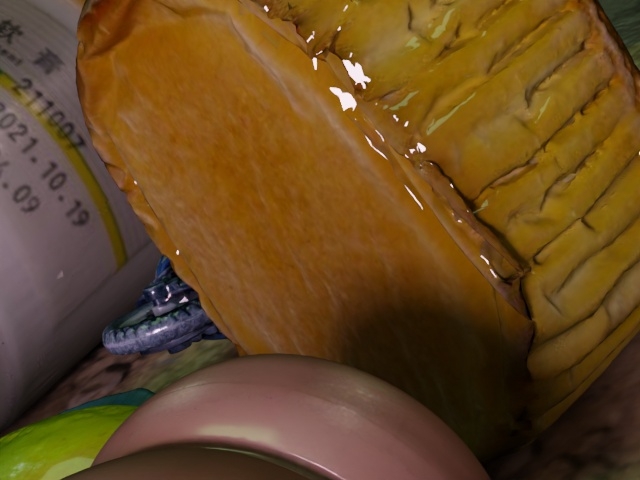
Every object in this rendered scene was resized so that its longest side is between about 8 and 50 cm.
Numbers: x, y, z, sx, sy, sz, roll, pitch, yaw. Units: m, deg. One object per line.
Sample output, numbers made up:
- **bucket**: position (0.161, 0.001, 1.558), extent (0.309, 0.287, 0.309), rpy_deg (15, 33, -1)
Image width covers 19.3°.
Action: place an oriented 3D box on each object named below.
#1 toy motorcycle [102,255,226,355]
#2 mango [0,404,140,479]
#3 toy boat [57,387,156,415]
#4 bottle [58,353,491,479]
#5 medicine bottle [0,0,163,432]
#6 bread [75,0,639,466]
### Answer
- **toy motorcycle**: position (0.000, 0.000, 0.977), extent (0.254, 0.092, 0.135), rpy_deg (-24, 7, -12)
- **mango**: position (-0.129, 0.146, 0.736), extent (0.233, 0.111, 0.125), rpy_deg (-30, 13, 27)
- **toy boat**: position (-0.082, 0.116, 0.835), extent (0.075, 0.077, 0.185), rpy_deg (-41, 12, -30)
- **bottle**: position (-0.060, 0.159, 0.509), extent (0.206, 0.173, 0.297), rpy_deg (-41, 8, 38)
- **medicine bottle**: position (-0.196, -0.037, 1.121), extent (0.238, 0.238, 0.232), rpy_deg (-9, 27, 47)
- **bread**: position (0.023, -0.036, 0.773), extent (0.142, 0.253, 0.227), rpy_deg (-35, 6, -27)
